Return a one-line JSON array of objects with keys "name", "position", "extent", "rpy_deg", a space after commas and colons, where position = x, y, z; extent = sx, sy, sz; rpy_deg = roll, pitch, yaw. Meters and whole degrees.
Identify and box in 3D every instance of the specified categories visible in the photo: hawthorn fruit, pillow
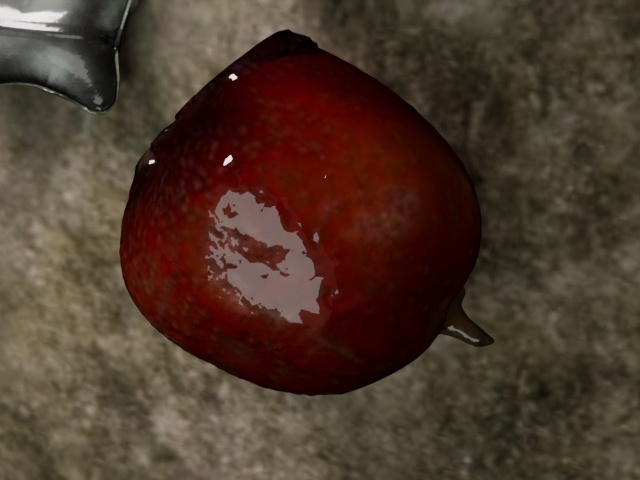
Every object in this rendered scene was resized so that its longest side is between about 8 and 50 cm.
[{"name": "hawthorn fruit", "position": [0.000, 0.000, 1.089], "extent": [0.249, 0.215, 0.215], "rpy_deg": [28, 119, -4]}, {"name": "pillow", "position": [-0.191, -0.138, 1.160], "extent": [0.135, 0.055, 0.091], "rpy_deg": [10, 114, 11]}]
